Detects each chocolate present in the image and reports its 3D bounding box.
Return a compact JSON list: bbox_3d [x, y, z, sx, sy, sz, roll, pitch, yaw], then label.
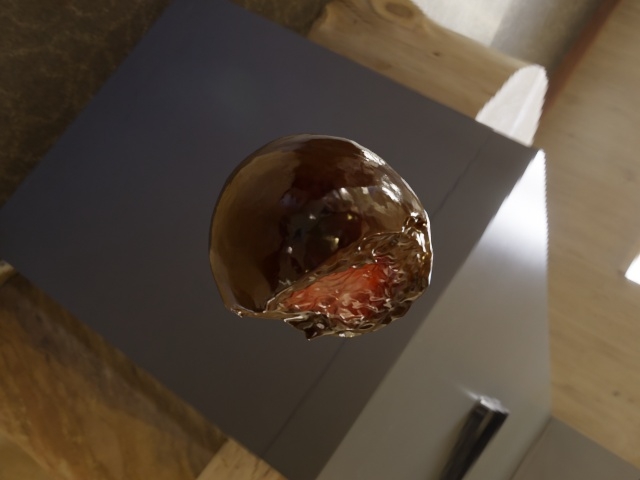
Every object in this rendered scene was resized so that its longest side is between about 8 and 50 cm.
[{"bbox_3d":[0.000,0.000,0.451,0.124,0.127,0.133,-49,176,-18],"label":"chocolate"}]

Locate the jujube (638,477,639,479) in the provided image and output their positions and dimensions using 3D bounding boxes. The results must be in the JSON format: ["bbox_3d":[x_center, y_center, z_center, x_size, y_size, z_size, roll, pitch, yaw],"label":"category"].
[{"bbox_3d":[0.388,0.208,0.589,0.377,0.258,0.258,3,116,-39],"label":"jujube"}]
